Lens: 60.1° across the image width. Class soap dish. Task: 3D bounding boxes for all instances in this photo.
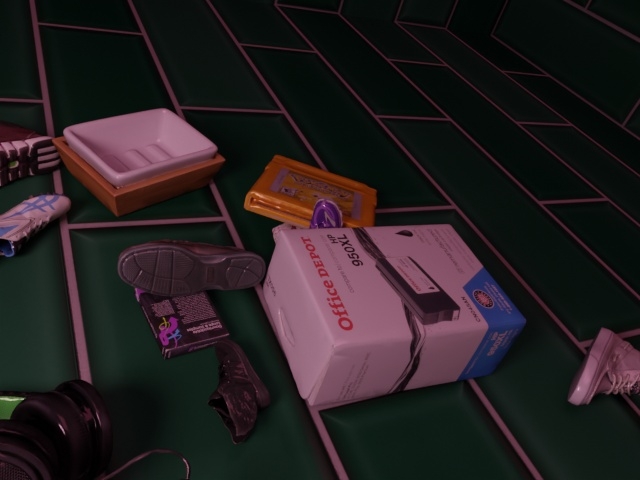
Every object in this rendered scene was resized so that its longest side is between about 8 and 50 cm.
[{"bbox_3d":[-0.396,-0.179,1.224,0.229,0.118,0.291,37,41,23],"label":"soap dish"}]

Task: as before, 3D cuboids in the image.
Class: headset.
[{"bbox_3d":[-0.336,0.281,0.641,0.394,0.185,0.243,6,7,8],"label":"headset"}]

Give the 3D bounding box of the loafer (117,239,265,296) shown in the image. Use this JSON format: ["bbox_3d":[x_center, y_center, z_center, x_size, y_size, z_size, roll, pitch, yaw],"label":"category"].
[{"bbox_3d":[-0.236,0.045,1.009,0.267,0.096,0.084,5,18,-31],"label":"loafer"}]

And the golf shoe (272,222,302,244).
[{"bbox_3d":[-0.071,0.006,1.182,0.086,0.067,0.186,19,27,9],"label":"golf shoe"}]

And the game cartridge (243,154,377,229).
[{"bbox_3d":[-0.006,-0.105,1.303,0.285,0.053,0.324,18,26,-2],"label":"game cartridge"}]

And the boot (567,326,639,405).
[{"bbox_3d":[0.589,0.270,1.107,0.123,0.095,0.258,30,37,25],"label":"boot"}]

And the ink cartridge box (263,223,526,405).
[{"bbox_3d":[0.126,0.120,1.037,0.395,0.166,0.285,-3,42,-25],"label":"ink cartridge box"}]

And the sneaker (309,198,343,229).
[{"bbox_3d":[0.000,0.000,1.124,0.068,0.170,0.071,15,21,12],"label":"sneaker"}]

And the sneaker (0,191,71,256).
[{"bbox_3d":[-0.549,-0.019,1.003,0.086,0.085,0.237,51,37,-2],"label":"sneaker"}]

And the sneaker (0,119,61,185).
[{"bbox_3d":[-0.695,-0.178,1.125,0.162,0.106,0.281,30,29,24],"label":"sneaker"}]

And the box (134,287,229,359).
[{"bbox_3d":[-0.247,0.129,0.978,0.116,0.029,0.162,-10,44,-34],"label":"box"}]

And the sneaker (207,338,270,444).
[{"bbox_3d":[-0.144,0.232,0.876,0.089,0.051,0.170,-15,52,-42],"label":"sneaker"}]
